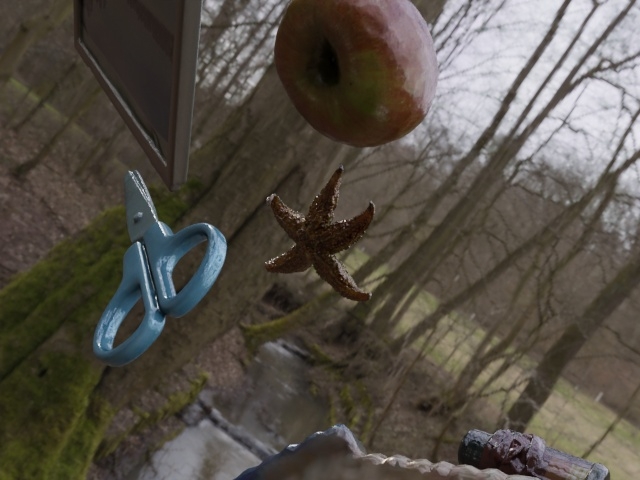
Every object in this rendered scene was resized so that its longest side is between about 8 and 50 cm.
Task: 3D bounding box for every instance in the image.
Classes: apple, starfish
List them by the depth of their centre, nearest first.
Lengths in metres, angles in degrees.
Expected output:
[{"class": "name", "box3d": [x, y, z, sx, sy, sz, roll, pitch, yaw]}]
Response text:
[{"class": "starfish", "box3d": [-0.001, 0.000, 1.127, 0.240, 0.227, 0.043, 49, 36, 17]}, {"class": "apple", "box3d": [0.074, -0.326, 1.315, 0.277, 0.250, 0.309, 6, -61, 38]}]

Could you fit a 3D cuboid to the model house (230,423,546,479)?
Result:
[{"class": "model house", "box3d": [0.040, 0.482, 0.811, 0.400, 0.445, 0.395, 5, -32, 23]}]

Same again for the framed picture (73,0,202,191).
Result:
[{"class": "framed picture", "box3d": [-0.165, -0.206, 0.615, 0.016, 0.213, 0.289, -11, 41, -30]}]

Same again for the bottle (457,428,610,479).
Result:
[{"class": "bottle", "box3d": [0.393, 0.435, 1.372, 0.271, 0.143, 0.156, 15, -36, 35]}]

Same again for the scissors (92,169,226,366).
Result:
[{"class": "scissors", "box3d": [-0.226, -0.010, 0.940, 0.029, 0.192, 0.447, 43, 6, -31]}]
